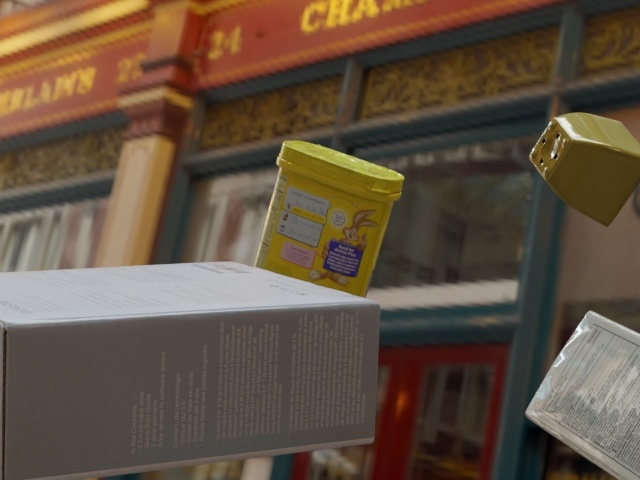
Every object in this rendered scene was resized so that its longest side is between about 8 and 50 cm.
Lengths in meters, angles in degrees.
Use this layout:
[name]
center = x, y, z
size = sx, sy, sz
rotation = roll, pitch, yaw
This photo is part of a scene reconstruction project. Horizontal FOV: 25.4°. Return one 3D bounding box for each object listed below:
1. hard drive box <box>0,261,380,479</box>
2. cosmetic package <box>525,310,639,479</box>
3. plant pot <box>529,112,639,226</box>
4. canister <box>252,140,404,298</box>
[hard drive box]
center = -0.110, 0.070, 0.840
size = 0.232, 0.089, 0.181
rotation = -1, 7, -32
[cosmetic package]
center = 0.365, 0.196, 1.526
size = 0.129, 0.153, 0.296
rotation = 31, 1, -21
[plant pot]
center = 0.252, -0.077, 1.369
size = 0.083, 0.081, 0.081
rotation = 19, 26, -28
[canister]
center = 0.000, 0.000, 1.405
size = 0.126, 0.170, 0.073
rotation = 21, 13, 21
